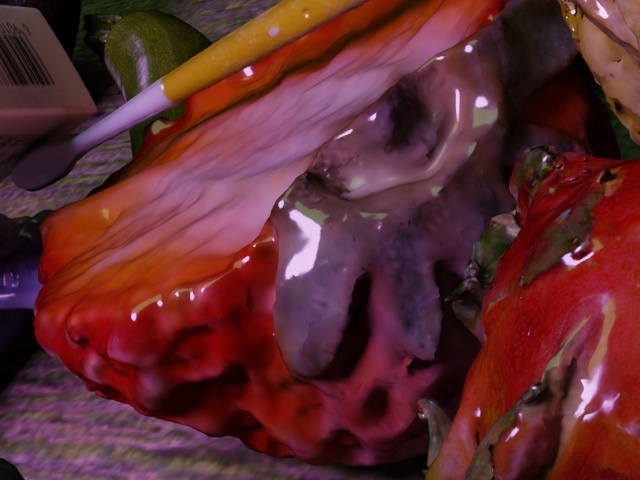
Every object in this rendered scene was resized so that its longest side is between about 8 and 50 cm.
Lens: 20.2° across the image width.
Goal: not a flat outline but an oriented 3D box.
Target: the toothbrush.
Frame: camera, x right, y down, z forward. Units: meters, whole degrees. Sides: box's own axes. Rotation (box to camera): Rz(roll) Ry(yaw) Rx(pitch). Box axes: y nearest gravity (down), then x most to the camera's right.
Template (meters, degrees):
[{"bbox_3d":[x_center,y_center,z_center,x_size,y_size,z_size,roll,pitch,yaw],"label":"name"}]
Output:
[{"bbox_3d":[-0.054,-0.080,0.850,0.288,0.021,0.024,-25,13,40],"label":"toothbrush"}]

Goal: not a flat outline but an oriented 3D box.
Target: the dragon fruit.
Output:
[{"bbox_3d":[0.111,0.082,0.537,0.200,0.198,0.269,11,52,23],"label":"dragon fruit"}]

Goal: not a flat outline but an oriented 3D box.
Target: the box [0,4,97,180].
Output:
[{"bbox_3d":[-0.256,-0.023,0.908,0.256,0.069,0.164,-33,-5,17],"label":"box"}]

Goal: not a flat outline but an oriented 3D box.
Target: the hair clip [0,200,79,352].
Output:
[{"bbox_3d":[-0.191,0.047,0.971,0.137,0.090,0.278,-1,39,36],"label":"hair clip"}]

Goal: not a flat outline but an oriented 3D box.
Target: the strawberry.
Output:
[{"bbox_3d":[0.000,0.000,0.828,0.265,0.149,0.336,-47,21,-20],"label":"strawberry"}]

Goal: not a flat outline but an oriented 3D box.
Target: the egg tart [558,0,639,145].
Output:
[{"bbox_3d":[0.178,-0.097,0.723,0.107,0.291,0.291,-52,6,45],"label":"egg tart"}]

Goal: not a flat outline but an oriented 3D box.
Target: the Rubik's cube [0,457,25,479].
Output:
[{"bbox_3d":[-0.196,0.241,0.379,0.363,0.358,0.362,-23,27,8],"label":"Rubik's cube"}]

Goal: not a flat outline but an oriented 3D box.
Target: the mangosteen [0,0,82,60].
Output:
[{"bbox_3d":[-0.307,-0.170,1.238,0.288,0.288,0.288,-23,28,13],"label":"mangosteen"}]

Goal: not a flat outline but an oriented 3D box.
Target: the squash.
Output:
[{"bbox_3d":[-0.093,-0.090,1.125,0.080,0.071,0.318,-9,29,-10],"label":"squash"}]
